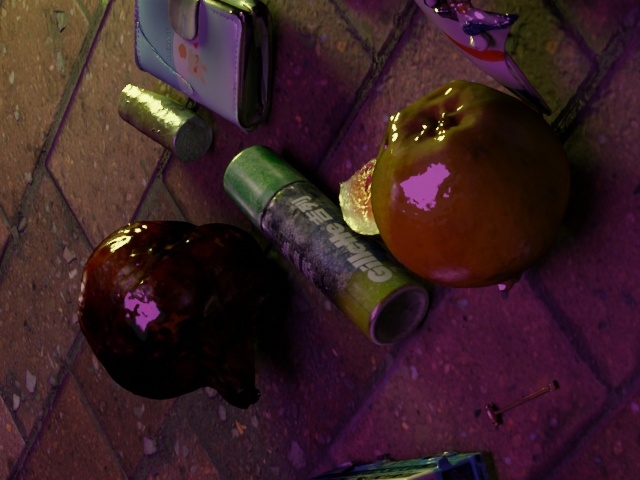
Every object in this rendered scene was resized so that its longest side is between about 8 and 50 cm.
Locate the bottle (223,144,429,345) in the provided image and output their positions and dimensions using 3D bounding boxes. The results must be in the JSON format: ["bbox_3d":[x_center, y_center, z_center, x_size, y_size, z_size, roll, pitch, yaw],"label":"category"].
[{"bbox_3d":[0.000,0.000,2.035,0.330,0.093,0.093,43,132,37],"label":"bottle"}]

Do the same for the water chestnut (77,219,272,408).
[{"bbox_3d":[-0.195,0.103,2.187,0.289,0.289,0.244,-45,40,49],"label":"water chestnut"}]

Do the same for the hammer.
[{"bbox_3d":[0.228,0.183,1.855,0.123,0.014,0.029,-35,81,50],"label":"hammer"}]

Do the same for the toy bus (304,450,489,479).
[{"bbox_3d":[0.078,0.324,2.000,0.297,0.131,0.106,-17,87,55],"label":"toy bus"}]

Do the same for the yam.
[{"bbox_3d":[-0.219,-0.169,2.298,0.169,0.068,0.068,36,127,44],"label":"yam"}]

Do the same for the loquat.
[{"bbox_3d":[0.166,-0.040,1.719,0.213,0.213,0.246,19,147,49],"label":"loquat"}]

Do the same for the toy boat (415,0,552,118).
[{"bbox_3d":[0.130,-0.246,1.686,0.219,0.072,0.318,34,170,34],"label":"toy boat"}]

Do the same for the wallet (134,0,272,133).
[{"bbox_3d":[-0.160,-0.266,2.182,0.250,0.075,0.176,33,129,42],"label":"wallet"}]

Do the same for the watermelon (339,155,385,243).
[{"bbox_3d":[0.097,-0.054,1.928,0.245,0.063,0.119,-21,65,59],"label":"watermelon"}]
